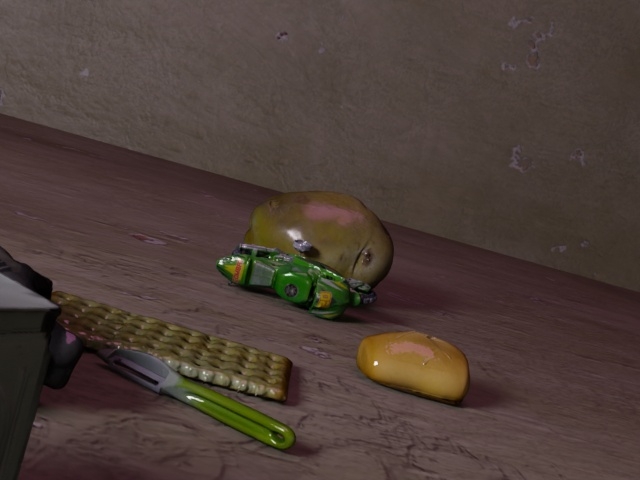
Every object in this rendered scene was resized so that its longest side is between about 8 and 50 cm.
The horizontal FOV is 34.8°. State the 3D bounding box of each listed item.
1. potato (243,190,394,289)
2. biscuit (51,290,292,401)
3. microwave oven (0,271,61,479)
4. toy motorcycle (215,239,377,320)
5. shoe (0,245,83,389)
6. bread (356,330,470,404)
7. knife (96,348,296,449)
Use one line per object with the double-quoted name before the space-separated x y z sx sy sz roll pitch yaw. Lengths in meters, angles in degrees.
"potato" -0.001 0.005 1.375 0.200 0.137 0.154 15 -23 -12
"biscuit" -0.136 0.088 0.875 0.231 0.016 0.139 17 6 -2
"microwave oven" -0.213 0.053 0.359 0.208 0.162 0.122 22 9 34
"toy motorcycle" -0.026 0.050 1.242 0.190 0.074 0.106 18 16 9
"shoe" -0.238 0.043 0.706 0.112 0.099 0.227 21 8 -29
"bread" 0.094 0.118 1.004 0.115 0.056 0.082 17 6 0
"knife" -0.093 0.113 0.754 0.184 0.022 0.026 20 34 29
